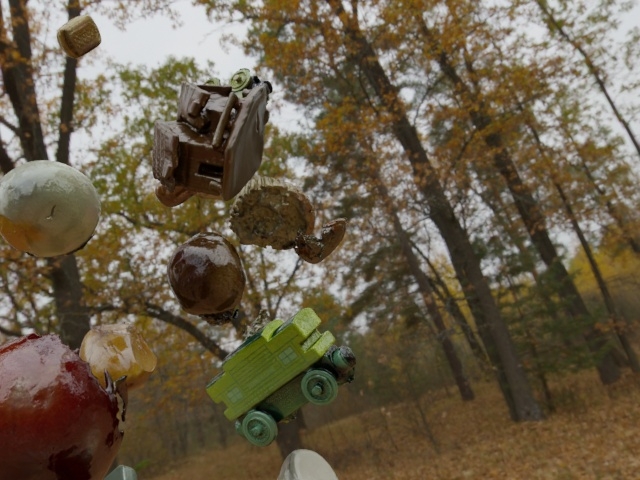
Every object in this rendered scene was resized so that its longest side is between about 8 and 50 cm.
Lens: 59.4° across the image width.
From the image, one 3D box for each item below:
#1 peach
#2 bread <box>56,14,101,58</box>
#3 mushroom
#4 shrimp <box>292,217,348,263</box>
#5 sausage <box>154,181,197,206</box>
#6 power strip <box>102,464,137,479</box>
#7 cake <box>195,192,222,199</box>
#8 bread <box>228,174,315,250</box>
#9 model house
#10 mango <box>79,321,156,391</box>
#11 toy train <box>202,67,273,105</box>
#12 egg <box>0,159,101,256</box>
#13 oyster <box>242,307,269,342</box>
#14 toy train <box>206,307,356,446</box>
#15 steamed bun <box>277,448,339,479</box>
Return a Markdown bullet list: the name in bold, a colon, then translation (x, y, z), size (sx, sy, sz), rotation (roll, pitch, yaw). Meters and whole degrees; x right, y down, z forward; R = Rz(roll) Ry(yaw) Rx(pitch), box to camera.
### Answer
- **peach**: translation (-0.586, 0.397, 1.128), size (0.405, 0.335, 0.310), rotation (-60, -2, 40)
- **bread**: translation (-0.583, -0.488, 1.346), size (0.056, 0.115, 0.082), rotation (1, -45, 25)
- **mushroom**: translation (-0.335, 0.122, 1.657), size (0.264, 0.282, 0.195), rotation (-23, 5, 28)
- **shrimp**: translation (0.000, 0.000, 1.366), size (0.150, 0.068, 0.249), rotation (-53, -15, 13)
- **sausage**: translation (-0.401, -0.180, 1.698), size (0.271, 0.108, 0.109), rotation (-26, -19, 32)
- **power strip**: translation (-0.360, 0.519, 0.974), size (0.118, 0.270, 0.046), rotation (-44, -54, 4)
- **cake**: translation (-0.421, -0.332, 2.147), size (0.290, 0.281, 0.256), rotation (-26, -26, 37)
- **bread**: translation (-0.149, -0.088, 1.769), size (0.275, 0.149, 0.274), rotation (-1, -46, -1)
- **model house**: translation (-0.238, -0.209, 1.127), size (0.230, 0.199, 0.219), rotation (7, 24, 12)
- **mango**: translation (-0.586, 0.350, 1.641), size (0.201, 0.199, 0.350), rotation (26, -4, -32)
- **toy train**: translation (-0.269, -0.408, 1.707), size (0.261, 0.177, 0.134), rotation (-8, -26, 27)
- **egg**: translation (-0.842, -0.121, 1.692), size (0.337, 0.336, 0.201), rotation (-14, -17, -13)
- **oyster**: translation (-0.242, 0.424, 1.977), size (0.096, 0.360, 0.221), rotation (8, 10, -2)
- **toy train**: translation (-0.114, 0.371, 1.546), size (0.442, 0.272, 0.179), rotation (-40, -3, 24)
- **steamed bun**: translation (-0.040, 0.706, 1.593), size (0.177, 0.228, 0.130), rotation (22, -75, -25)
